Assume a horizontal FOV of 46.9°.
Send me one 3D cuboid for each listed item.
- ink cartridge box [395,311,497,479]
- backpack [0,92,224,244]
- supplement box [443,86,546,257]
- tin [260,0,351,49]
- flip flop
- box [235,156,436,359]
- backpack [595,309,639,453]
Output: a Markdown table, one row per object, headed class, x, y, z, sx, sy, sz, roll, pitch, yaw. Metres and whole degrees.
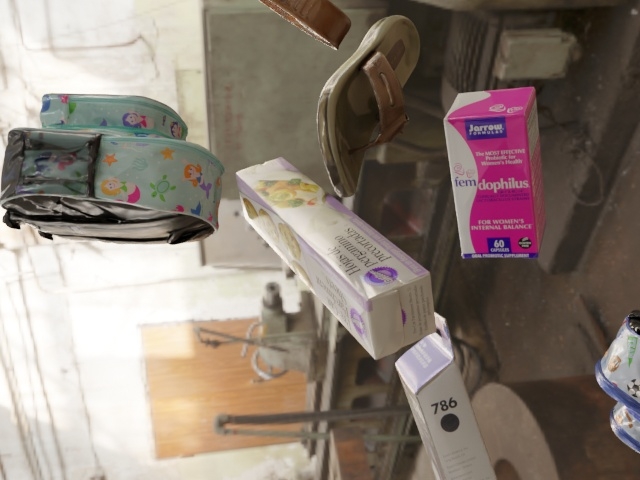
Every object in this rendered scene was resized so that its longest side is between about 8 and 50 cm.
| class | x | y | z | sx | sy | sz | roll | pitch | yaw |
| --- | --- | --- | --- | --- | --- | --- | --- | --- | --- |
| ink cartridge box | 0.161 | 0.247 | 0.901 | 0.165 | 0.065 | 0.333 | -138 | 30 | -87 |
| backpack | -0.253 | -0.082 | 0.968 | 0.225 | 0.253 | 0.191 | 60 | -141 | -78 |
| supplement box | 0.252 | -0.094 | 1.049 | 0.114 | 0.111 | 0.220 | -53 | -44 | -54 |
| tin | -0.052 | -0.255 | 0.730 | 0.040 | 0.189 | 0.106 | -55 | 19 | 13 |
| flip flop | 0.074 | -0.169 | 0.874 | 0.277 | 0.080 | 0.112 | -60 | -37 | -33 |
| box | 0.000 | 0.000 | 0.732 | 0.324 | 0.063 | 0.067 | 44 | 150 | 54 |
| backpack | 0.552 | 0.229 | 1.111 | 0.213 | 0.263 | 0.276 | -57 | -18 | 12 |
